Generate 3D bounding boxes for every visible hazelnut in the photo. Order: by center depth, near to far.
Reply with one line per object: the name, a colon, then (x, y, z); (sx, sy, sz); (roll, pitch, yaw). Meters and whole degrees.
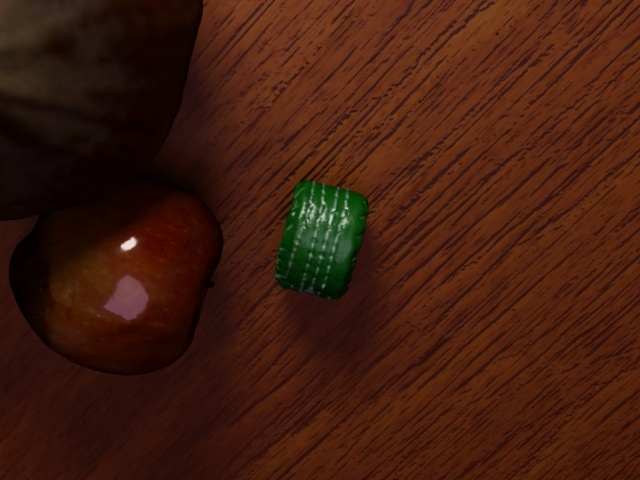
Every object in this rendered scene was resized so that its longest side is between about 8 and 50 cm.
hazelnut: (-0.282, -0.210, 1.003); (0.359, 0.359, 0.409); (13, 123, -9)

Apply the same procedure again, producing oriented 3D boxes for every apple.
apple: (-0.222, 0.031, 1.169); (0.230, 0.230, 0.230); (-1, 115, -2)

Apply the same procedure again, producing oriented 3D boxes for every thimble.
thimble: (0.000, 0.000, 1.222); (0.090, 0.118, 0.130); (14, 96, -5)
